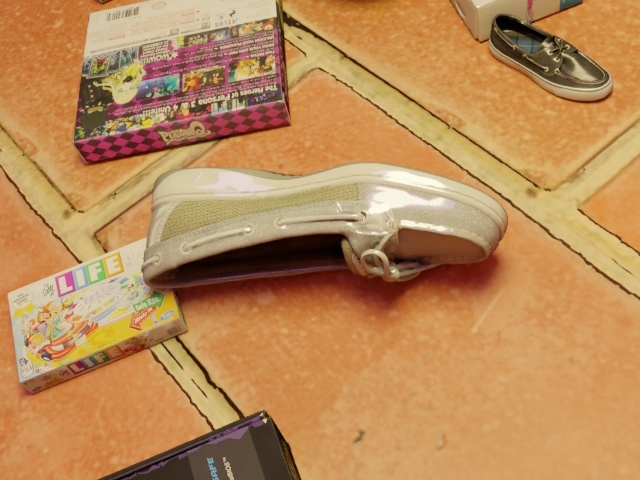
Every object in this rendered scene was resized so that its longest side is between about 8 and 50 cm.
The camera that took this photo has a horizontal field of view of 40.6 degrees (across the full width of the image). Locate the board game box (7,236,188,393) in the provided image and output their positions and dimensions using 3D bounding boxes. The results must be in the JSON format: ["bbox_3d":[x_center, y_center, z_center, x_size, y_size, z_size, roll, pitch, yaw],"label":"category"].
[{"bbox_3d":[-0.210,0.066,0.807,0.154,0.026,0.103,-23,54,-2],"label":"board game box"}]

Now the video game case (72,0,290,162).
[{"bbox_3d":[-0.152,-0.196,0.962,0.232,0.042,0.210,-10,54,7],"label":"video game case"}]

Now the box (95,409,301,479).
[{"bbox_3d":[-0.120,0.307,0.595,0.293,0.073,0.296,-21,54,-3],"label":"box"}]

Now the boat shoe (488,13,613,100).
[{"bbox_3d":[0.225,-0.184,0.861,0.142,0.040,0.049,34,70,31],"label":"boat shoe"}]

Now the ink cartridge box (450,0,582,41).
[{"bbox_3d":[0.205,-0.276,0.923,0.122,0.052,0.089,-23,54,0],"label":"ink cartridge box"}]

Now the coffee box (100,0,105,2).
[{"bbox_3d":[-0.219,-0.384,1.110,0.184,0.040,0.113,-27,54,-5],"label":"coffee box"}]

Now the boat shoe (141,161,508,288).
[{"bbox_3d":[-0.002,-0.001,0.751,0.320,0.118,0.103,3,69,13],"label":"boat shoe"}]
